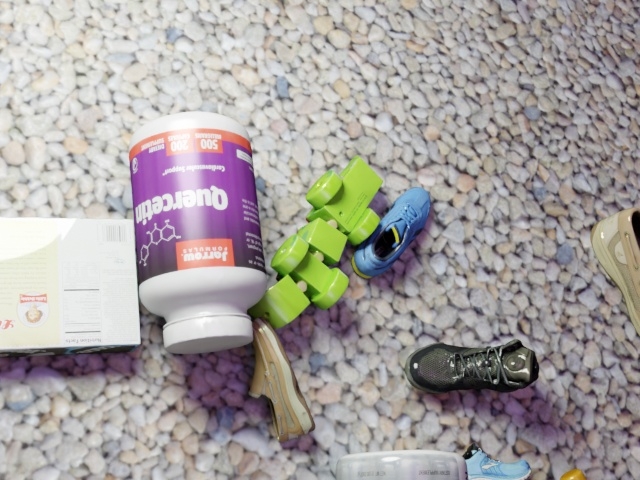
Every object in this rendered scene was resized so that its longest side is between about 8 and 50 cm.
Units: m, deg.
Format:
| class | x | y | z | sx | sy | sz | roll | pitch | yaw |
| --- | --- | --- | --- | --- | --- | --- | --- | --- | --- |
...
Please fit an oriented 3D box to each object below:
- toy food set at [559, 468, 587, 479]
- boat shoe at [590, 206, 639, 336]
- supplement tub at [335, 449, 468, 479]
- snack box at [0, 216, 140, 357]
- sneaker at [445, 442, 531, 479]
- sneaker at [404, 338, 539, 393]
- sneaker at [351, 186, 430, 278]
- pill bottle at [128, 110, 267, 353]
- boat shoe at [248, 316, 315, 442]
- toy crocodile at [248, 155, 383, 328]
| class | x | y | z | sx | sy | sz | roll | pitch | yaw |
| --- | --- | --- | --- | --- | --- | --- | --- | --- | --- |
| toy food set | 0.330 | 0.460 | 1.348 | 0.232 | 0.111 | 0.105 | -25 | 83 | -31 |
| boat shoe | 0.633 | 0.097 | 1.605 | 0.121 | 0.110 | 0.341 | -34 | 88 | -29 |
| supplement tub | 0.119 | 0.459 | 1.210 | 0.193 | 0.193 | 0.316 | 6 | 70 | -22 |
| snack box | -0.415 | 0.064 | 1.188 | 0.321 | 0.060 | 0.187 | 1 | 72 | -23 |
| sneaker | 0.264 | 0.358 | 1.383 | 0.162 | 0.063 | 0.073 | 2 | 68 | -23 |
| sneaker | 0.254 | 0.200 | 1.396 | 0.227 | 0.130 | 0.087 | 8 | 68 | -19 |
| sneaker | 0.134 | -0.021 | 1.446 | 0.069 | 0.082 | 0.209 | 43 | 60 | -3 |
| pill bottle | -0.175 | -0.009 | 1.248 | 0.181 | 0.181 | 0.323 | -1 | 73 | -24 |
| boat shoe | -0.073 | 0.208 | 1.274 | 0.072 | 0.068 | 0.190 | -24 | 94 | -10 |
| toy crocodile | 0.000 | 0.000 | 1.375 | 0.115 | 0.105 | 0.341 | 40 | 58 | -18 |
